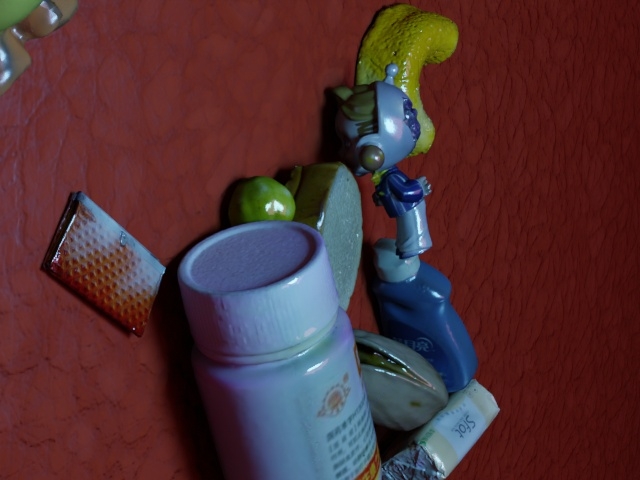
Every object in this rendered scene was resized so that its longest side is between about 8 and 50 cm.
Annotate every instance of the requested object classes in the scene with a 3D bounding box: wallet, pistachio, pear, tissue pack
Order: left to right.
[{"bbox_3d":[-0.254,0.032,1.641,0.196,0.020,0.103,48,55,-51],"label":"wallet"},{"bbox_3d":[-0.084,-0.045,1.855,0.092,0.092,0.097,32,27,-57],"label":"pear"},{"bbox_3d":[0.104,0.222,2.167,0.238,0.153,0.137,28,58,-30],"label":"pistachio"},{"bbox_3d":[0.184,0.342,2.289,0.090,0.186,0.222,50,40,3],"label":"tissue pack"}]

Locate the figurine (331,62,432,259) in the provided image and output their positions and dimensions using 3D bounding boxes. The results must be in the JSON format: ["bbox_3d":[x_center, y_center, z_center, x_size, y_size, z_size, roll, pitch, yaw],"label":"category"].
[{"bbox_3d":[0.104,-0.111,2.045,0.194,0.133,0.274,57,13,-76],"label":"figurine"}]

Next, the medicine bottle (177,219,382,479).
[{"bbox_3d":[-0.054,0.184,1.817,0.219,0.219,0.388,-46,132,-46],"label":"medicine bottle"}]

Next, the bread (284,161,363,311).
[{"bbox_3d":[0.000,0.000,1.978,0.236,0.070,0.236,5,90,-72],"label":"bread"}]

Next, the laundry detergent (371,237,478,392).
[{"bbox_3d":[0.158,0.119,2.236,0.094,0.143,0.290,-53,134,-36],"label":"laundry detergent"}]

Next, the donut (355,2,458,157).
[{"bbox_3d":[0.125,-0.262,2.161,0.152,0.101,0.259,20,82,-53],"label":"donut"}]

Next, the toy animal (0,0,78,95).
[{"bbox_3d":[-0.337,-0.299,1.274,0.216,0.191,0.338,-60,142,-33],"label":"toy animal"}]
